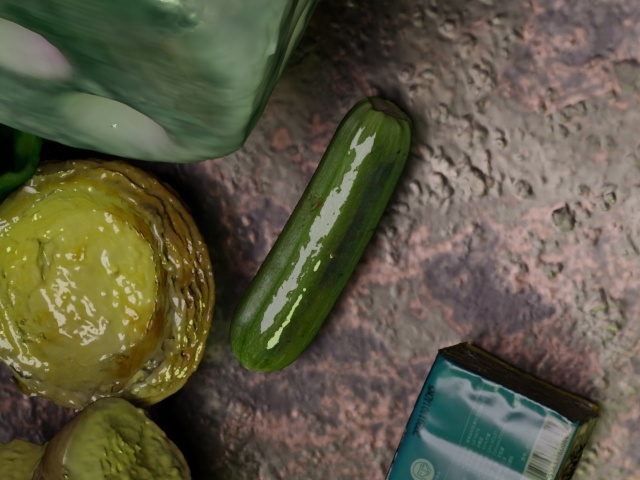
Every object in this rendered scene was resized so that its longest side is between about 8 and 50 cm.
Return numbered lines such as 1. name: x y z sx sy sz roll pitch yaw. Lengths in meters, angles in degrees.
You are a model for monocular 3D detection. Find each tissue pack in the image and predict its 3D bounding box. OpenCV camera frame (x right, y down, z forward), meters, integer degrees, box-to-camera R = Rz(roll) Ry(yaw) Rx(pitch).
1. tissue pack: 0.114 0.172 1.359 0.120 0.082 0.169 25 105 18

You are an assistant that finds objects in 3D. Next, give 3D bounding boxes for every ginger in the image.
1. ginger: -0.191 0.237 1.471 0.219 0.123 0.270 49 138 -11

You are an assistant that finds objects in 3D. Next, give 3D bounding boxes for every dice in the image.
1. dice: -0.137 -0.260 1.210 0.348 0.328 0.330 18 72 -2

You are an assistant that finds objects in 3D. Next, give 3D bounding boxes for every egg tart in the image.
1. egg tart: -0.170 0.033 1.450 0.213 0.090 0.212 2 95 22

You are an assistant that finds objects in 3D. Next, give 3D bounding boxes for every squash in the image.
1. squash: 0.000 0.000 1.392 0.066 0.066 0.229 33 107 15

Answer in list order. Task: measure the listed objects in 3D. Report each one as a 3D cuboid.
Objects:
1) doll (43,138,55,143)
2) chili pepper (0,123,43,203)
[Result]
1. doll: -0.237 -0.188 1.446 0.211 0.093 0.262 -41 82 24
2. chili pepper: -0.368 -0.020 1.435 0.385 0.213 0.167 -22 105 43
